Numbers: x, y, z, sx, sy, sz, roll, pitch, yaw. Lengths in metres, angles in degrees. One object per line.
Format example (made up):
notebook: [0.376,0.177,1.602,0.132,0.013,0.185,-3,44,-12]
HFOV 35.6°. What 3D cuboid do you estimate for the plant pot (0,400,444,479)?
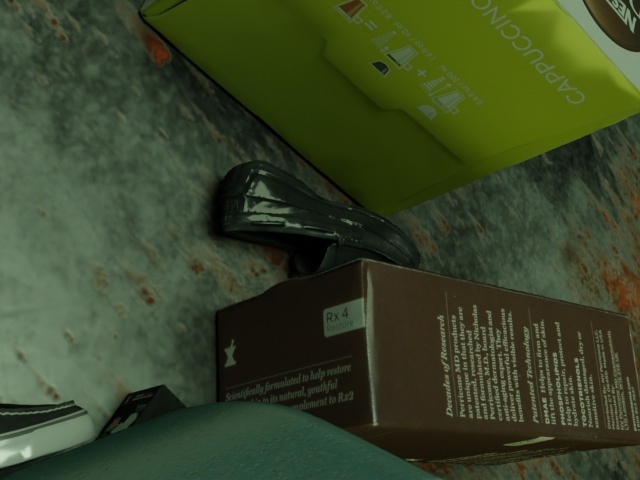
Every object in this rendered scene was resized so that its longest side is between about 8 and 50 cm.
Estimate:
plant pot: [-0.088,0.236,0.604,0.247,0.252,0.247,-18,114,-28]

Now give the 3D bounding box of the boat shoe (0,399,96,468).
boat shoe: [-0.258,0.121,0.653,0.229,0.080,0.076,-6,80,-37]

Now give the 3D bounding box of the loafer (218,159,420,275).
loafer: [0.000,0.000,0.944,0.223,0.076,0.078,24,65,-30]

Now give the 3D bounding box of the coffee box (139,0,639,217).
coffee box: [0.100,-0.281,0.950,0.338,0.338,0.334,39,52,-27]

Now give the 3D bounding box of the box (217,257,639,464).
box: [0.113,0.127,0.917,0.381,0.191,0.143,14,65,-39]

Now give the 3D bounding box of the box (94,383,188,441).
box: [-0.135,0.163,0.765,0.062,0.052,0.083,49,49,-20]
